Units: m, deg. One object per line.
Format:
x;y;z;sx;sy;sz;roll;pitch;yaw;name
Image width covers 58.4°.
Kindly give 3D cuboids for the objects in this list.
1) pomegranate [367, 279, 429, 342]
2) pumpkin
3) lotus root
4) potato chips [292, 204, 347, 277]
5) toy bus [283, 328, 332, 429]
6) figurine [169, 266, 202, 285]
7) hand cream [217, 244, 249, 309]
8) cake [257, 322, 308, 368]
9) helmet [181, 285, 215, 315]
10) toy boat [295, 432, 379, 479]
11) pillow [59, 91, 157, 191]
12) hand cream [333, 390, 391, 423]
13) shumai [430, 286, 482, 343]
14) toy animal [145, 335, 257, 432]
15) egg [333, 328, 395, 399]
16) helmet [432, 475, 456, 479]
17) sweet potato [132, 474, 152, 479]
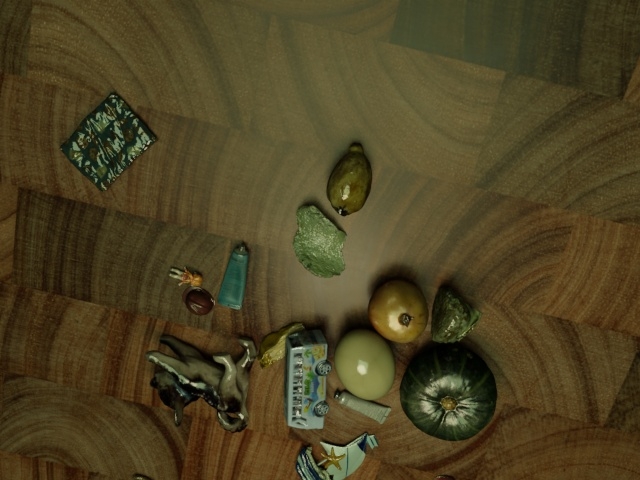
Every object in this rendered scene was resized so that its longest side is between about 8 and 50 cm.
0.238;0.213;1.718;0.192;0.191;0.191;1;107;3;pomegranate
0.398;0.466;1.777;0.301;0.207;0.299;3;99;16;pumpkin
0.087;-0.174;1.636;0.139;0.138;0.213;12;99;0;lotus root
-0.001;0.001;1.736;0.167;0.059;0.228;-1;102;-2;potato chips
-0.045;0.450;1.824;0.136;0.109;0.329;-4;113;-17;toy bus
-0.426;0.115;1.805;0.109;0.047;0.064;17;84;5;figurine
-0.266;0.115;1.799;0.083;0.048;0.224;16;113;-1;hand cream
-0.127;0.333;1.819;0.185;0.116;0.079;-17;107;13;cake
-0.395;0.202;1.821;0.111;0.057;0.089;35;108;-7;helmet
0.068;0.750;1.972;0.291;0.067;0.220;-35;103;1;toy boat
-0.633;-0.288;1.699;0.256;0.034;0.189;-41;100;14;pillow
0.136;0.549;1.905;0.195;0.042;0.067;25;99;-9;hand cream
0.415;0.239;1.718;0.142;0.184;0.184;13;107;-7;shumai
-0.386;0.475;1.836;0.345;0.194;0.302;0;102;9;toy animal
0.140;0.386;1.776;0.186;0.186;0.241;-21;115;10;egg
0.430;0.850;1.969;0.084;0.049;0.064;2;108;3;helmet
-0.607;0.889;2.057;0.041;0.038;0.153;-45;98;-8;sweet potato
